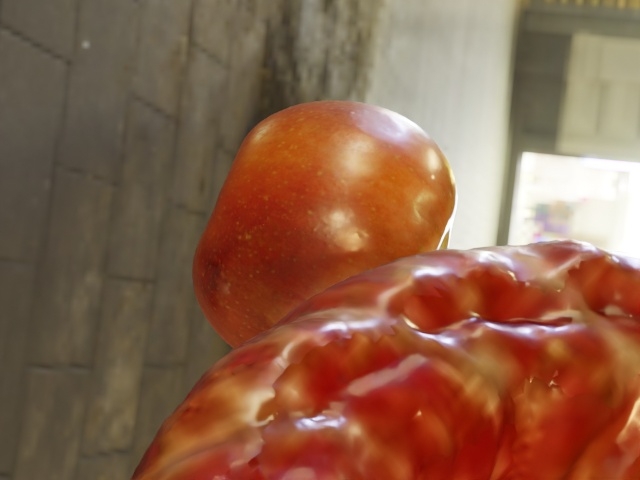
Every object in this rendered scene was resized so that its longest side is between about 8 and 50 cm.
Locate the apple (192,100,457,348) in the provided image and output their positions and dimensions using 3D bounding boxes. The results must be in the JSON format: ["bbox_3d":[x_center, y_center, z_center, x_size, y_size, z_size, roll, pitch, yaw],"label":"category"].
[{"bbox_3d":[0.000,0.000,0.943,0.163,0.139,0.163,20,90,-78],"label":"apple"}]

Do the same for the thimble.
[{"bbox_3d":[0.075,0.188,0.466,0.350,0.350,0.231,-70,180,-51],"label":"thimble"}]
